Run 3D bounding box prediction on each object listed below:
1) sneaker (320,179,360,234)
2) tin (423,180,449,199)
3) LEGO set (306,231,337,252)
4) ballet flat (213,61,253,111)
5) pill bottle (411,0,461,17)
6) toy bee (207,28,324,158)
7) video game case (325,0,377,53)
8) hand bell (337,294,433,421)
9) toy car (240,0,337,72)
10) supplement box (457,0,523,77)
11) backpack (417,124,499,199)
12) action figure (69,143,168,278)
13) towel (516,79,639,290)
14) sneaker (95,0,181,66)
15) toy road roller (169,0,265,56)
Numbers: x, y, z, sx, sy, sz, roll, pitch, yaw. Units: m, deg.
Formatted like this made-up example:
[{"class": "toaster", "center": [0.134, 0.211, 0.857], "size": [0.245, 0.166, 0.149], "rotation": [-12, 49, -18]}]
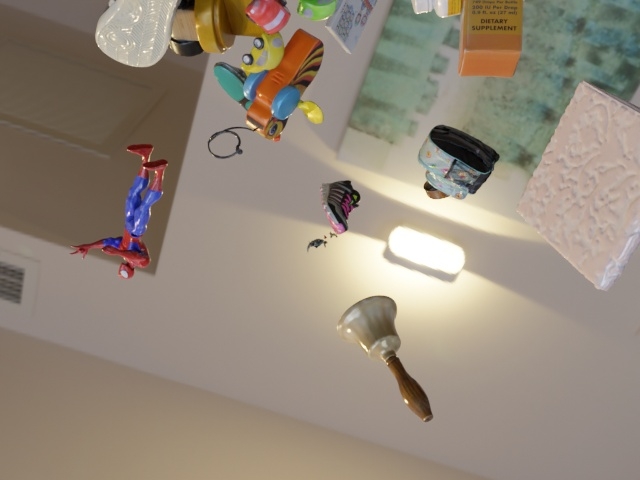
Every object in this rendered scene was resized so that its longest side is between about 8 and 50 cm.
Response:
[{"class": "sneaker", "center": [0.045, -0.075, 1.439], "size": [0.075, 0.063, 0.170], "rotation": [-20, -150, 6]}, {"class": "tin", "center": [0.382, -0.175, 2.023], "size": [0.190, 0.040, 0.106], "rotation": [-27, -150, 0]}, {"class": "LEGO set", "center": [-0.001, -0.001, 1.668], "size": [0.054, 0.023, 0.083], "rotation": [4, -144, 42]}, {"class": "ballet flat", "center": [-0.151, -0.316, 1.535], "size": [0.188, 0.070, 0.070], "rotation": [48, -157, -22]}, {"class": "pill bottle", "center": [0.279, -0.493, 1.357], "size": [0.215, 0.117, 0.117], "rotation": [-10, -148, 5]}, {"class": "toy bee", "center": [-0.102, -0.278, 1.449], "size": [0.195, 0.298, 0.162], "rotation": [58, -179, 17]}, {"class": "video game case", "center": [0.071, -0.494, 1.544], "size": [0.019, 0.143, 0.157], "rotation": [27, -177, 19]}, {"class": "hand bell", "center": [0.135, 0.226, 1.289], "size": [0.126, 0.126, 0.242], "rotation": [1, -140, -30]}, {"class": "toy car", "center": [-0.040, -0.402, 1.295], "size": [0.225, 0.239, 0.053], "rotation": [-37, -96, -16]}, {"class": "supplement box", "center": [0.227, -0.340, 0.955], "size": [0.078, 0.233, 0.080], "rotation": [2, 166, 7]}, {"class": "backpack", "center": [0.348, -0.210, 1.875], "size": [0.188, 0.144, 0.166], "rotation": [36, -140, 1]}, {"class": "action figure", "center": [-0.368, -0.031, 1.302], "size": [0.139, 0.280, 0.091], "rotation": [-15, -134, -37]}, {"class": "towel", "center": [0.564, -0.118, 1.455], "size": [0.054, 0.331, 0.317], "rotation": [7, -150, -27]}, {"class": "sneaker", "center": [-0.304, -0.443, 1.278], "size": [0.131, 0.350, 0.148], "rotation": [22, -116, -23]}, {"class": "toy road roller", "center": [-0.198, -0.541, 1.490], "size": [0.241, 0.202, 0.329], "rotation": [7, -114, 7]}]
